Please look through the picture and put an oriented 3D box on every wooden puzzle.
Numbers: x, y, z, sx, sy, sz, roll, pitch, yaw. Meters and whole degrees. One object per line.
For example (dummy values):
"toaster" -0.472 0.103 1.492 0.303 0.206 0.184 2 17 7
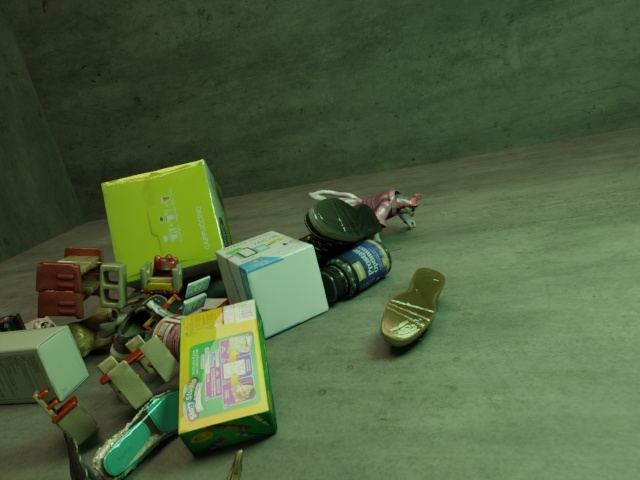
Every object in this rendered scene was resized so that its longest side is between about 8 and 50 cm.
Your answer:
"wooden puzzle" -0.626 0.219 1.733 0.049 0.006 0.083 -4 20 27

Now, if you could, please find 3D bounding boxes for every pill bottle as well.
"pill bottle" -0.299 0.250 1.206 0.221 0.121 0.121 1 23 38
"pill bottle" 0.091 0.088 1.416 0.219 0.123 0.122 -27 22 -37

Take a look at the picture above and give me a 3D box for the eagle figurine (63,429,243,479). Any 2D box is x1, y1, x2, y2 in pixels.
"eagle figurine" -0.262 0.395 0.645 0.298 0.225 0.226 2 31 13

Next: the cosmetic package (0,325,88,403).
"cosmetic package" -0.781 0.323 1.277 0.309 0.160 0.113 -7 18 16

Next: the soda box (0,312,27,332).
"soda box" -0.853 0.295 1.397 0.053 0.169 0.060 -15 17 -1

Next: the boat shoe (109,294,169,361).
"boat shoe" -0.500 0.229 1.416 0.102 0.092 0.285 24 25 -1

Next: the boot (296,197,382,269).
"boot" 0.000 0.000 1.494 0.284 0.138 0.377 -34 -11 26

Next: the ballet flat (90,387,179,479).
"ballet flat" -0.339 0.365 0.959 0.077 0.091 0.241 -28 1 39

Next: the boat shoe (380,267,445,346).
"boat shoe" 0.220 0.168 1.163 0.104 0.089 0.285 25 37 22

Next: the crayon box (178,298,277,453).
"crayon box" -0.190 0.259 0.991 0.165 0.081 0.278 -14 42 -2

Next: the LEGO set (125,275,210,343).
"LEGO set" -0.396 0.209 1.329 0.060 0.182 0.244 39 35 24

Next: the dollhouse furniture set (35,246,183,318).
"dollhouse furniture set" -0.571 0.121 1.401 0.374 0.152 0.201 3 12 -5

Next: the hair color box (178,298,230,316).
"hair color box" -0.349 0.209 1.500 0.141 0.043 0.072 -3 21 28

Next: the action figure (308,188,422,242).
"action figure" 0.187 -0.116 1.772 0.370 0.276 0.248 -20 6 29

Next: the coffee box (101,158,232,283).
"coffee box" -0.496 -0.034 1.697 0.338 0.338 0.334 -14 -10 -5

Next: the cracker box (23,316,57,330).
"cracker box" -0.909 0.313 1.554 0.155 0.067 0.232 -27 22 -34

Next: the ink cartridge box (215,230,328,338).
"ink cartridge box" -0.143 0.110 1.393 0.198 0.197 0.270 -21 19 -25

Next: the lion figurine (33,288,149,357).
"lion figurine" -0.667 0.254 1.500 0.240 0.142 0.392 -18 2 13

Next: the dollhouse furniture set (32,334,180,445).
"dollhouse furniture set" -0.448 0.288 1.056 0.259 0.135 0.262 -40 10 -27
